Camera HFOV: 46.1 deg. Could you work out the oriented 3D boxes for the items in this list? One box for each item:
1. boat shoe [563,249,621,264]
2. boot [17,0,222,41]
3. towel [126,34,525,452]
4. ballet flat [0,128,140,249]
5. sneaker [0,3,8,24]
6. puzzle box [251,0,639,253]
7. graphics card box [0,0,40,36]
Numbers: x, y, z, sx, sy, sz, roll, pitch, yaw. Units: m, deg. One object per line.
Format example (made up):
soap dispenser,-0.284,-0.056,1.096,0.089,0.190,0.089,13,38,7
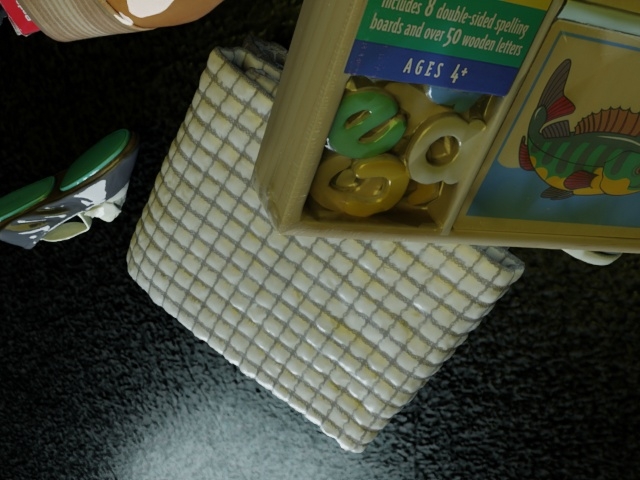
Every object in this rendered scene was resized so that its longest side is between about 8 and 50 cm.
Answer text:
boat shoe,0.146,-0.100,0.485,0.099,0.116,0.319,-30,122,28
boot,-0.134,-0.243,0.410,0.220,0.109,0.283,-8,130,28
towel,0.000,0.000,0.630,0.284,0.121,0.235,35,118,6
ballet flat,-0.239,-0.043,0.740,0.203,0.074,0.074,-24,101,22
sneaker,-0.358,-0.274,0.608,0.110,0.107,0.275,34,158,18
puzzle box,0.193,-0.113,0.384,0.409,0.052,0.272,2,126,-25
graphics card box,-0.108,-0.295,0.497,0.371,0.094,0.232,-7,127,26
